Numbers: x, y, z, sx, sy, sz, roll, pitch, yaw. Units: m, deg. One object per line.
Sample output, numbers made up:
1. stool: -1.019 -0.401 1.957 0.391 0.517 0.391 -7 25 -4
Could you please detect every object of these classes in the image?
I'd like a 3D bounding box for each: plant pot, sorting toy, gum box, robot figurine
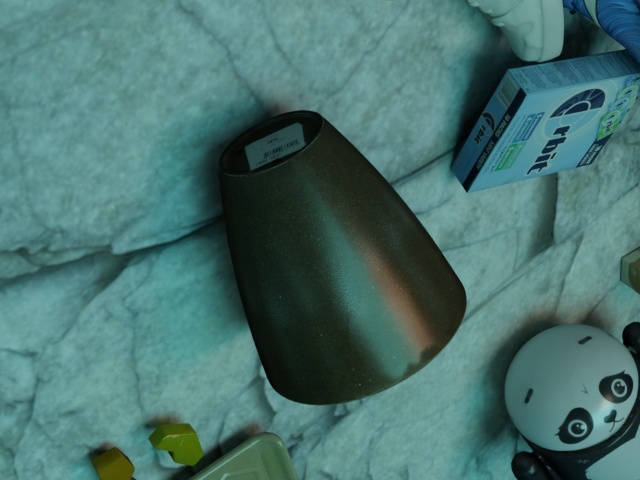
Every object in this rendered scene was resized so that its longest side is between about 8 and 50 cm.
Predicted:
1. plant pot: 0.000 0.000 1.325 0.215 0.215 0.230 -34 120 -15
2. sorting toy: -0.134 0.296 1.518 0.229 0.041 0.307 -29 132 -14
3. gum box: 0.248 -0.129 1.489 0.184 0.041 0.157 -13 148 -30
4. robot figurine: 0.339 0.221 1.732 0.278 0.173 0.209 50 39 -45

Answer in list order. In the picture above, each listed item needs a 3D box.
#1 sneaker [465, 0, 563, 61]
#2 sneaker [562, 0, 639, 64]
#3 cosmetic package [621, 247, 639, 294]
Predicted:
1. sneaker: 0.130 -0.259 1.325 0.169 0.108 0.292 -27 137 -2
2. sneaker: 0.309 -0.265 1.399 0.130 0.147 0.330 -50 119 -19
3. cosmetic package: 0.436 0.052 1.740 0.060 0.115 0.041 -26 131 -23
